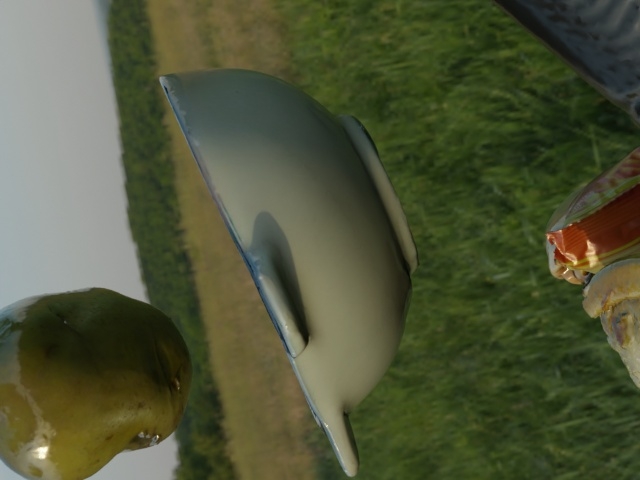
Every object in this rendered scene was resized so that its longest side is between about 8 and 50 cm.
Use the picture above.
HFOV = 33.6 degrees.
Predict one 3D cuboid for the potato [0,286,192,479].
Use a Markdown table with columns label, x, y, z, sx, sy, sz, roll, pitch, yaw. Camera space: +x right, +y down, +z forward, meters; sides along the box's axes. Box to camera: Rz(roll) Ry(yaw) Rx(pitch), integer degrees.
| label | x | y | z | sx | sy | sz | roll | pitch | yaw |
| --- | --- | --- | --- | --- | --- | --- | --- | --- | --- |
| potato | -0.201 | 0.113 | 0.868 | 0.200 | 0.154 | 0.137 | -18 | -69 | -56 |

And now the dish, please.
| label | x | y | z | sx | sy | sz | roll | pitch | yaw |
| --- | --- | --- | --- | --- | --- | --- | --- | --- | --- |
| dish | 0.000 | 0.000 | 0.567 | 0.236 | 0.086 | 0.228 | -119 | 6 | -51 |

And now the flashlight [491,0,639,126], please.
| label | x | y | z | sx | sy | sz | roll | pitch | yaw |
| --- | --- | --- | --- | --- | --- | --- | --- | --- | --- |
| flashlight | 0.113 | -0.071 | 0.340 | 0.232 | 0.093 | 0.093 | 42 | 167 | 3 |

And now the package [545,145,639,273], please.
| label | x | y | z | sx | sy | sz | roll | pitch | yaw |
| --- | --- | --- | --- | --- | --- | --- | --- | --- | --- |
| package | 0.336 | -0.030 | 1.101 | 0.108 | 0.223 | 0.288 | 59 | -167 | 11 |

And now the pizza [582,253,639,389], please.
| label | x | y | z | sx | sy | sz | roll | pitch | yaw |
| --- | --- | --- | --- | --- | --- | --- | --- | --- | --- |
| pizza | 0.305 | 0.102 | 0.876 | 0.181 | 0.034 | 0.262 | 23 | 149 | 38 |

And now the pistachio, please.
| label | x | y | z | sx | sy | sz | roll | pitch | yaw |
| --- | --- | --- | --- | --- | --- | --- | --- | --- | --- |
| pistachio | 0.455 | -0.005 | 1.645 | 0.193 | 0.214 | 0.318 | 36 | -163 | 15 |
